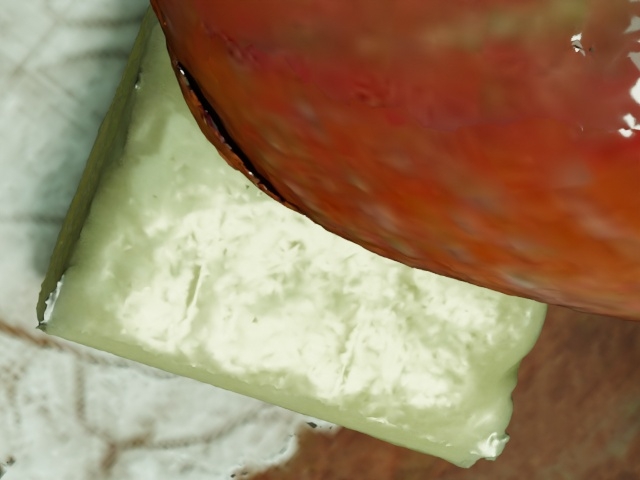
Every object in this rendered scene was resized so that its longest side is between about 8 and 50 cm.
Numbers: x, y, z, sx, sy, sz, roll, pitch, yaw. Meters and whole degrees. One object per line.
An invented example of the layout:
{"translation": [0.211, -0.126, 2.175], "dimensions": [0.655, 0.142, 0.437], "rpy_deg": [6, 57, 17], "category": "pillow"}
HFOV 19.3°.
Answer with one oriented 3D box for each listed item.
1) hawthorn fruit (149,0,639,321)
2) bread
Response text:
{"translation": [0.111, -0.088, 0.528], "dimensions": [0.276, 0.307, 0.276], "rpy_deg": [-32, 138, -33], "category": "hawthorn fruit"}
{"translation": [0.000, 0.001, 0.675], "dimensions": [0.178, 0.060, 0.139], "rpy_deg": [17, 104, -14], "category": "bread"}
